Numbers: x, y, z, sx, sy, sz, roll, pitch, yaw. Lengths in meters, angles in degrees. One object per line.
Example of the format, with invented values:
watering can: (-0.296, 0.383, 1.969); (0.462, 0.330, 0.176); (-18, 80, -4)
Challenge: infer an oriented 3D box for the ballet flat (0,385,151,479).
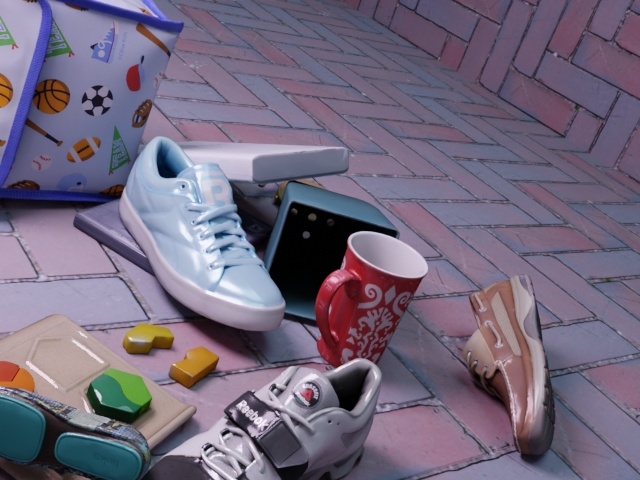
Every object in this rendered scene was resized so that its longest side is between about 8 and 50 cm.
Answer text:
ballet flat: (-0.249, 0.179, 0.766); (0.188, 0.070, 0.070); (23, 25, -5)

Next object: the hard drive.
hard drive: (-0.161, -0.134, 1.365); (0.352, 0.047, 0.233); (7, 13, 39)

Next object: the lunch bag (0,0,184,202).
lunch bag: (-0.435, -0.235, 1.173); (0.385, 0.328, 0.239); (4, 27, -45)

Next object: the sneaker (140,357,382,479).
sneaker: (-0.055, 0.199, 0.844); (0.122, 0.146, 0.330); (36, 30, 26)

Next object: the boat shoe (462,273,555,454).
boat shoe: (0.270, 0.179, 1.189); (0.116, 0.123, 0.324); (-10, 32, 13)

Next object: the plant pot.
plant pot: (0.000, 0.000, 1.264); (0.165, 0.166, 0.234); (16, 18, -11)

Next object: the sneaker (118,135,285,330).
sneaker: (-0.166, -0.023, 1.131); (0.135, 0.150, 0.366); (-9, 39, -45)

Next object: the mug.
mug: (0.047, 0.085, 1.112); (0.150, 0.169, 0.113); (10, 28, -22)

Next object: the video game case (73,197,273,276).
video game case: (-0.221, -0.022, 1.290); (0.196, 0.026, 0.274); (29, 26, 17)

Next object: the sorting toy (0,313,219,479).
sorting toy: (-0.253, 0.150, 0.904); (0.229, 0.041, 0.307); (29, 26, 16)

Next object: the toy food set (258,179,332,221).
toy food set: (-0.023, -0.070, 1.533); (0.192, 0.039, 0.132); (30, 33, 7)
